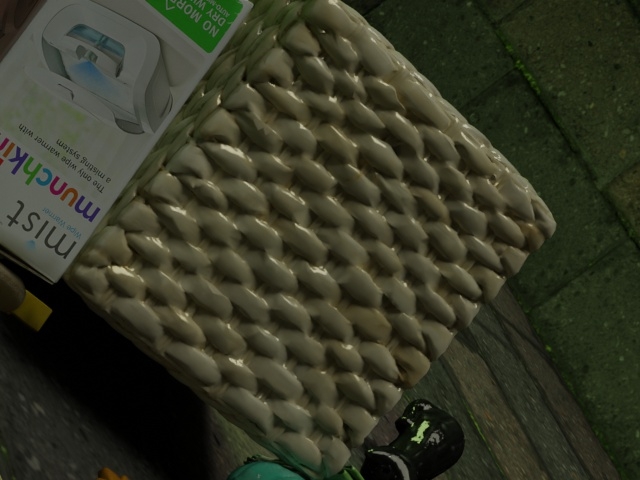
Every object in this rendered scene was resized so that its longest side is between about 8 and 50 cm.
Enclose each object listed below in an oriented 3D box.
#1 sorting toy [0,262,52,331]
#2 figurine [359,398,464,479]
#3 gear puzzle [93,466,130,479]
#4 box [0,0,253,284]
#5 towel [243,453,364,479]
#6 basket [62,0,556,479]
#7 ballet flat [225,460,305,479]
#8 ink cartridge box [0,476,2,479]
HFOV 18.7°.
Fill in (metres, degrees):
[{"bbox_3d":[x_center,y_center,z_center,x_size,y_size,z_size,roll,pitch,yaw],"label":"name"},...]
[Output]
[{"bbox_3d":[-0.288,-0.012,1.286,0.229,0.041,0.307,26,-13,50],"label":"sorting toy"},{"bbox_3d":[0.049,0.181,2.071,0.215,0.092,0.209,53,16,4],"label":"figurine"},{"bbox_3d":[-0.057,0.275,1.487,0.339,0.044,0.175,46,14,-28],"label":"gear puzzle"},{"bbox_3d":[-0.202,-0.113,1.332,0.127,0.231,0.262,40,-9,-28],"label":"box"},{"bbox_3d":[0.011,0.228,1.706,0.113,0.023,0.152,46,-28,-26],"label":"towel"},{"bbox_3d":[-0.045,-0.039,1.617,0.331,0.328,0.266,43,-1,-29],"label":"basket"},{"bbox_3d":[-0.018,0.242,1.631,0.087,0.083,0.247,33,-11,30],"label":"ballet flat"},{"bbox_3d":[-0.299,0.085,1.076,0.307,0.072,0.303,38,19,-56],"label":"ink cartridge box"}]
